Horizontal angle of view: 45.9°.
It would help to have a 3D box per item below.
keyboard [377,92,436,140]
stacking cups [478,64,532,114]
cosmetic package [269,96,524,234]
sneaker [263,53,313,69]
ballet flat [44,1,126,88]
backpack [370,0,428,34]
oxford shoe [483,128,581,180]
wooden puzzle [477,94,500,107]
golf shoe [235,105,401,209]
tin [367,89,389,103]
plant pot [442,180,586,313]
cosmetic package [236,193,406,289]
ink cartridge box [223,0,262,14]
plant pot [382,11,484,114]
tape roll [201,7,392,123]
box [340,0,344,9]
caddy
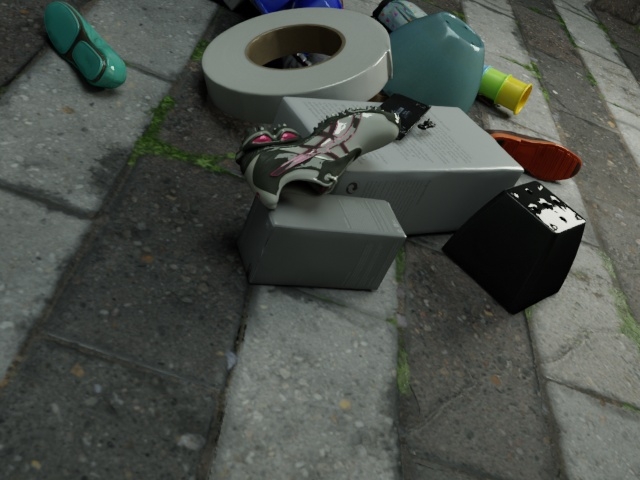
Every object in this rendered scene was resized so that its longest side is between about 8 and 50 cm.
[{"bbox_3d":[0.159,-0.227,1.408,0.108,0.023,0.180,25,33,12],"label":"keyboard"},{"bbox_3d":[0.430,-0.458,2.116,0.316,0.096,0.096,31,34,21],"label":"stacking cups"},{"bbox_3d":[0.138,-0.139,1.439,0.453,0.161,0.230,-4,44,-36],"label":"cosmetic package"},{"bbox_3d":[-0.041,-0.351,1.702,0.224,0.083,0.098,41,65,17],"label":"sneaker"},{"bbox_3d":[-0.448,-0.367,1.451,0.247,0.083,0.087,49,16,29],"label":"ballet flat"},{"bbox_3d":[0.254,-0.624,2.192,0.152,0.115,0.182,-10,51,-44],"label":"backpack"},{"bbox_3d":[0.513,-0.222,1.853,0.271,0.097,0.098,16,30,-15],"label":"oxford shoe"},{"bbox_3d":[0.472,-0.396,2.125,0.049,0.006,0.083,-13,47,-42],"label":"wooden puzzle"},{"bbox_3d":[0.009,-0.125,1.160,0.273,0.105,0.120,-16,71,-18],"label":"golf shoe"},{"bbox_3d":[0.142,-0.383,1.874,0.106,0.040,0.190,31,35,14],"label":"tin"},{"bbox_3d":[0.381,-0.003,1.415,0.188,0.167,0.187,-15,52,-45],"label":"plant pot"},{"bbox_3d":[0.000,0.000,1.202,0.238,0.127,0.107,8,38,-26],"label":"cosmetic package"},{"bbox_3d":[-0.171,-0.679,2.035,0.261,0.066,0.296,48,32,-14],"label":"ink cartridge box"},{"bbox_3d":[0.287,-0.440,1.853,0.290,0.195,0.290,26,35,-20],"label":"plant pot"},{"bbox_3d":[-0.047,-0.368,1.553,0.392,0.072,0.392,-5,39,4],"label":"tape roll"},{"bbox_3d":[-0.027,-0.723,2.136,0.201,0.057,0.293,33,30,-25],"label":"box"},{"bbox_3d":[-0.075,-0.584,1.844,0.241,0.179,0.341,50,19,-23],"label":"caddy"}]
